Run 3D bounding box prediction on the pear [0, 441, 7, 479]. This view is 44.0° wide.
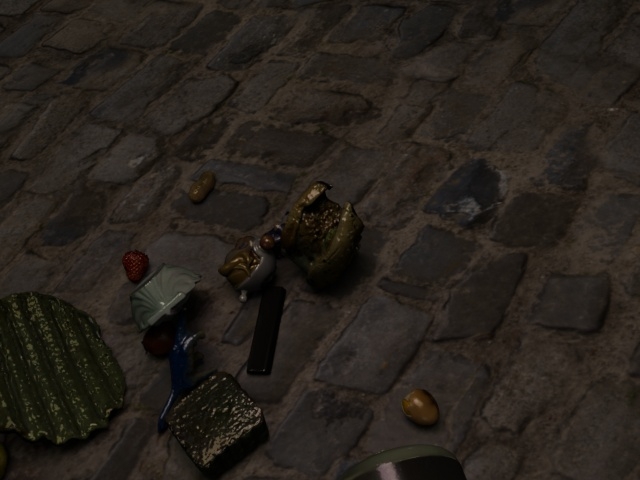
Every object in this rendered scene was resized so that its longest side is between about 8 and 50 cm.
[{"bbox_3d":[-0.771,0.490,1.754,0.140,0.104,0.141,-3,48,4],"label":"pear"}]

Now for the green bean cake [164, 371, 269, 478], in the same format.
[{"bbox_3d":[-0.223,0.404,1.730,0.181,0.094,0.173,-37,55,-18],"label":"green bean cake"}]

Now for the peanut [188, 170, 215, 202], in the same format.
[{"bbox_3d":[-0.330,-0.152,2.212,0.053,0.054,0.113,18,55,22],"label":"peanut"}]

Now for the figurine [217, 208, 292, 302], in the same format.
[{"bbox_3d":[-0.145,0.028,2.004,0.193,0.133,0.274,-31,12,35],"label":"figurine"}]

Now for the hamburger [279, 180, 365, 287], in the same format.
[{"bbox_3d":[0.000,0.000,1.898,0.167,0.288,0.192,31,74,8],"label":"hamburger"}]

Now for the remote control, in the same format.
[{"bbox_3d":[-0.131,0.213,1.910,0.063,0.025,0.245,-2,52,13],"label":"remote control"}]

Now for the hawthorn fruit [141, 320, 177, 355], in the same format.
[{"bbox_3d":[-0.385,0.240,1.899,0.093,0.081,0.081,-23,52,-6],"label":"hawthorn fruit"}]

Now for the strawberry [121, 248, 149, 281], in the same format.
[{"bbox_3d":[-0.483,0.065,2.059,0.073,0.073,0.083,7,69,15],"label":"strawberry"}]

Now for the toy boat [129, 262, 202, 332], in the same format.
[{"bbox_3d":[-0.377,0.127,1.866,0.199,0.290,0.100,-45,101,-8],"label":"toy boat"}]

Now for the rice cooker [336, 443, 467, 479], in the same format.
[{"bbox_3d":[0.163,0.546,1.447,0.288,0.288,0.277,-16,52,-3],"label":"rice cooker"}]

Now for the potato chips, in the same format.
[{"bbox_3d":[-0.657,0.287,1.835,0.358,0.070,0.429,-13,57,-38],"label":"potato chips"}]

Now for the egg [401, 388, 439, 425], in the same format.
[{"bbox_3d":[0.217,0.361,1.706,0.071,0.071,0.083,-32,60,-15],"label":"egg"}]

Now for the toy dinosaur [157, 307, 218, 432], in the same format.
[{"bbox_3d":[-0.329,0.285,1.787,0.075,0.248,0.188,12,34,35],"label":"toy dinosaur"}]
